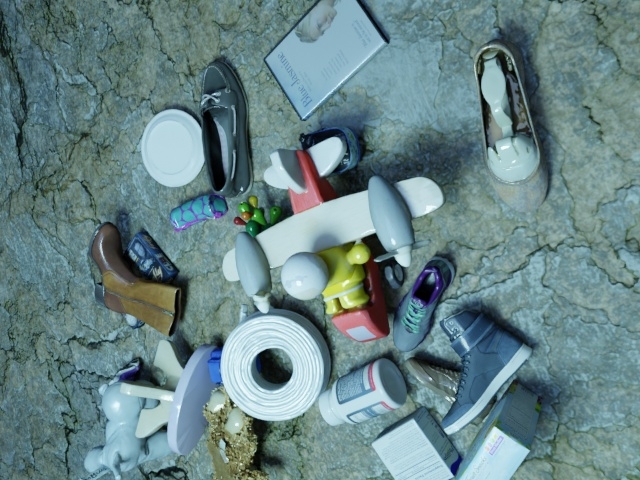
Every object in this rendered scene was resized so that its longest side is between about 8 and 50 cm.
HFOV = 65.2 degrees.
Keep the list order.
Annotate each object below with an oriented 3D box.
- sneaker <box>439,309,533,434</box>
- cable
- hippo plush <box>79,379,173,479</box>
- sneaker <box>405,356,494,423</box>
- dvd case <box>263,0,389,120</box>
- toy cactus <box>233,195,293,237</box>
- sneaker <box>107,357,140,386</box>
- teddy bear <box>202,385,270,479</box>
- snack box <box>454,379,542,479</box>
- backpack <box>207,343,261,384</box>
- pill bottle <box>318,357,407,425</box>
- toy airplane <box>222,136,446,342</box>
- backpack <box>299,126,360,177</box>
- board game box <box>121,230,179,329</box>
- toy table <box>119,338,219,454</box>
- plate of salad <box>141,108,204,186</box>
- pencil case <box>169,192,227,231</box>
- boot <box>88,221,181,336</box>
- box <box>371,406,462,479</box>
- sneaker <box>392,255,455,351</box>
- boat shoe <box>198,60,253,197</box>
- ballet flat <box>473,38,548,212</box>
[{"bbox_3d":[0.268,0.239,0.959,0.163,0.086,0.226,42,80,15],"label":"sneaker"},{"bbox_3d":[-0.104,0.289,1.173,0.257,0.089,0.257,15,92,7],"label":"cable"},{"bbox_3d":[-0.569,0.519,1.415,0.234,0.294,0.237,-15,78,18],"label":"hippo plush"},{"bbox_3d":[0.266,0.287,1.027,0.188,0.066,0.071,36,96,15],"label":"sneaker"},{"bbox_3d":[0.003,-0.410,1.087,0.253,0.022,0.180,-37,79,29],"label":"dvd case"},{"bbox_3d":[-0.128,0.003,1.186,0.218,0.112,0.181,30,121,13],"label":"toy cactus"},{"bbox_3d":[-0.584,0.420,1.528,0.071,0.068,0.170,44,125,0],"label":"sneaker"},{"bbox_3d":[-0.213,0.531,1.278,0.245,0.113,0.338,-3,101,46],"label":"teddy bear"},{"bbox_3d":[0.323,0.375,0.914,0.070,0.207,0.175,31,111,20],"label":"snack box"},{"bbox_3d":[-0.217,0.323,1.275,0.120,0.101,0.098,-9,99,25],"label":"backpack"},{"bbox_3d":[0.088,0.339,1.100,0.180,0.108,0.108,-32,81,29],"label":"pill bottle"},{"bbox_3d":[0.000,0.000,0.955,0.384,0.272,0.386,25,122,11],"label":"toy airplane"},{"bbox_3d":[0.028,-0.190,1.068,0.114,0.084,0.105,-9,96,35],"label":"backpack"},{"bbox_3d":[-0.524,0.117,1.449,0.165,0.042,0.243,46,116,16],"label":"board game box"},{"bbox_3d":[-0.379,0.396,1.310,0.160,0.252,0.275,9,67,19],"label":"toy table"},{"bbox_3d":[-0.383,-0.241,1.315,0.199,0.048,0.200,2,97,19],"label":"plate of salad"},{"bbox_3d":[-0.317,-0.072,1.292,0.151,0.064,0.070,-16,64,31],"label":"pencil case"},{"bbox_3d":[-0.499,0.103,1.354,0.280,0.096,0.264,17,105,25],"label":"boot"},{"bbox_3d":[0.205,0.452,1.070,0.126,0.072,0.137,-42,76,27],"label":"box"},{"bbox_3d":[0.191,0.136,1.016,0.083,0.098,0.224,28,110,23],"label":"sneaker"},{"bbox_3d":[-0.236,-0.268,1.199,0.112,0.095,0.336,-8,93,30],"label":"boat shoe"},{"bbox_3d":[0.325,-0.200,0.887,0.107,0.106,0.316,-14,91,30],"label":"ballet flat"}]
